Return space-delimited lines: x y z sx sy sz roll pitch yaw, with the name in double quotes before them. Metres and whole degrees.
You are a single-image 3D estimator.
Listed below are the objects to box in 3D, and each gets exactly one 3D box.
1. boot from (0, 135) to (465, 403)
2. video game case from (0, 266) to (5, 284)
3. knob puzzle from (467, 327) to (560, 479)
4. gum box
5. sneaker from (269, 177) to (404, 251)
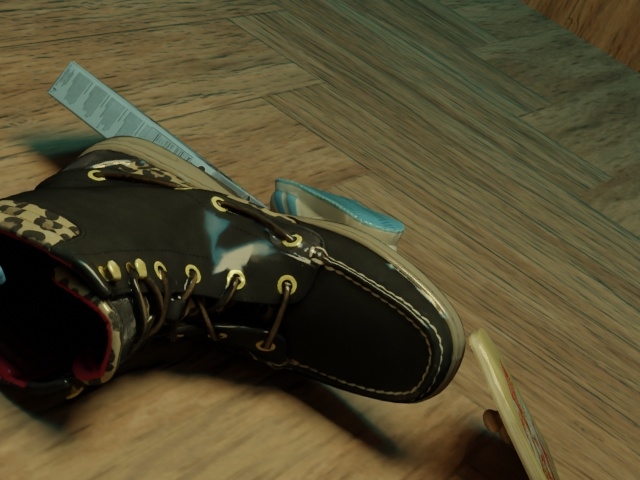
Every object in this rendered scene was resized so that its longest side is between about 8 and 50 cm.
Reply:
"boot" -0.099 0.047 1.114 0.377 0.138 0.284 30 23 16
"video game case" -0.309 0.028 0.970 0.166 0.015 0.119 -30 53 -20
"knob puzzle" 0.154 0.154 1.189 0.213 0.030 0.213 62 9 -18
"gum box" -0.147 -0.081 1.367 0.184 0.041 0.157 38 0 21
"sneaker" 0.000 0.000 1.385 0.087 0.092 0.228 15 7 -20
